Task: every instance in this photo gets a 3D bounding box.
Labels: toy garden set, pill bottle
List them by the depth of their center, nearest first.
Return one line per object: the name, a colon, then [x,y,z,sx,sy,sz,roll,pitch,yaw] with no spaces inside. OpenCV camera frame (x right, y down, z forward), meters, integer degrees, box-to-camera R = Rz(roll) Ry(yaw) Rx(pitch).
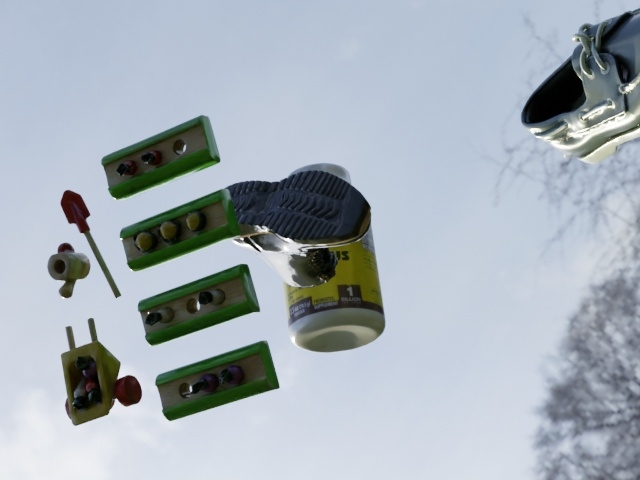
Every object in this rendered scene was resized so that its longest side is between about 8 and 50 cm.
toy garden set: [-0.162,0.038,0.973,0.203,0.244,0.049,-20,-10,23]
pill bottle: [0.009,0.019,1.354,0.117,0.215,0.117,-6,-25,-3]

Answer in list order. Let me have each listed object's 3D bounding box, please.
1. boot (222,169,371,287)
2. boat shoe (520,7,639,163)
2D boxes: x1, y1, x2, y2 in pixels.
boot: [0.000,0.000,1.084,0.137,0.197,0.077,44,-113,-37]
boat shoe: [0.289,-0.165,1.122,0.319,0.099,0.116,117,171,-73]
